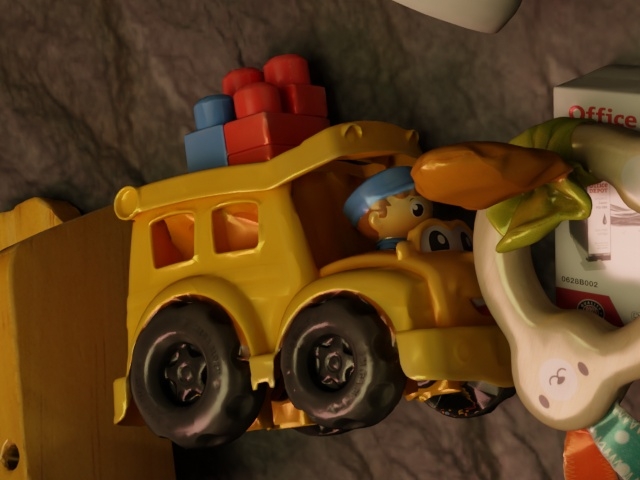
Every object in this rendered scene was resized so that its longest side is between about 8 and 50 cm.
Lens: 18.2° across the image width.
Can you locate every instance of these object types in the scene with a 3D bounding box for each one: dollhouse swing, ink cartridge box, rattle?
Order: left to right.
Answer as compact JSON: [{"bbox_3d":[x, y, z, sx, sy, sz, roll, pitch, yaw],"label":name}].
[{"bbox_3d":[-0.314,0.137,1.167,0.347,0.305,0.315,-21,70,40],"label":"dollhouse swing"},{"bbox_3d":[0.109,0.049,0.918,0.130,0.143,0.199,9,104,17],"label":"rattle"},{"bbox_3d":[0.168,-0.012,0.977,0.099,0.056,0.135,8,109,36],"label":"ink cartridge box"}]

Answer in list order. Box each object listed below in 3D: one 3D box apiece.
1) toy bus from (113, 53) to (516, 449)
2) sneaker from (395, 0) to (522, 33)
[{"bbox_3d":[0.000,0.000,1.067,0.220,0.149,0.211,-9,82,36],"label":"toy bus"},{"bbox_3d":[0.019,-0.270,0.981,0.323,0.130,0.236,35,112,29],"label":"sneaker"}]
